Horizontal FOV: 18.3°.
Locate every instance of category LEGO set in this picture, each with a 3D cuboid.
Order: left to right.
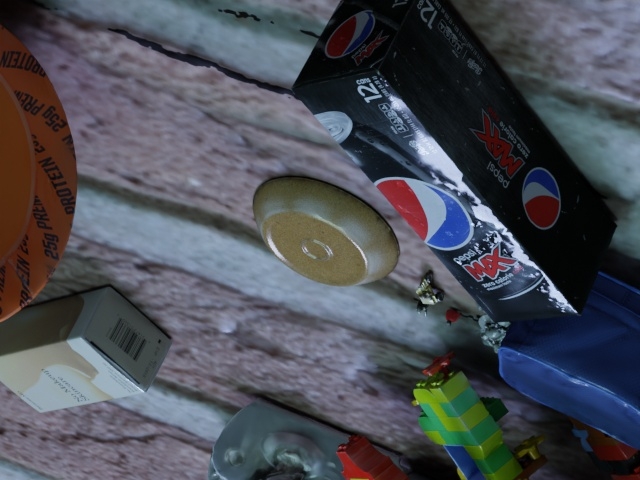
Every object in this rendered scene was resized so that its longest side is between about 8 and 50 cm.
[{"bbox_3d":[0.085,0.046,1.031,0.083,0.023,0.054,10,145,26],"label":"LEGO set"}]

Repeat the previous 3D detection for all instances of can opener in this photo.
[{"bbox_3d":[0.064,0.178,1.218,0.283,0.076,0.095,22,180,7],"label":"can opener"}]

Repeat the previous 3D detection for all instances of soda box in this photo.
[{"bbox_3d":[0.063,-0.036,0.893,0.053,0.060,0.169,-8,135,44],"label":"soda box"}]

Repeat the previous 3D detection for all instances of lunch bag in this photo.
[{"bbox_3d":[0.142,0.052,0.958,0.098,0.065,0.067,26,164,13],"label":"lunch bag"}]

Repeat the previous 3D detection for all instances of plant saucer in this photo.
[{"bbox_3d":[0.000,0.000,1.035,0.083,0.015,0.083,19,147,12],"label":"plant saucer"}]

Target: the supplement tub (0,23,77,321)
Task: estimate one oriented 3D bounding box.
[{"bbox_3d":[-0.295,-0.017,1.046,0.338,0.207,0.207,-9,134,43],"label":"supplement tub"}]

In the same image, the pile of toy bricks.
[{"bbox_3d":[0.085,0.108,1.064,0.105,0.118,0.212,55,161,-6],"label":"pile of toy bricks"}]

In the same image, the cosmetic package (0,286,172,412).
[{"bbox_3d":[-0.152,0.069,1.222,0.060,0.041,0.115,43,145,-25],"label":"cosmetic package"}]
